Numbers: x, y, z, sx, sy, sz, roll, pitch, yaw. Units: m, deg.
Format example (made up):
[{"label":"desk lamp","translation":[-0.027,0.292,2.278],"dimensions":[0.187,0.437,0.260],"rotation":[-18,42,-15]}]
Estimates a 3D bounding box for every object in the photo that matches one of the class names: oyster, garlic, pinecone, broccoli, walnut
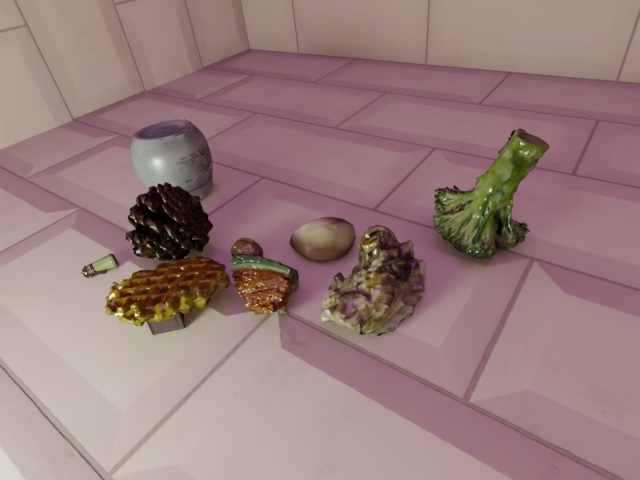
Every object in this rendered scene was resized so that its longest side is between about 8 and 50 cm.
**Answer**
[{"label":"oyster","translation":[0.128,0.104,1.038],"dimensions":[0.237,0.115,0.351],"rotation":[27,49,36]},{"label":"garlic","translation":[-0.001,-0.009,1.206],"dimensions":[0.206,0.115,0.128],"rotation":[-6,44,6]},{"label":"pinecone","translation":[-0.453,-0.048,1.248],"dimensions":[0.257,0.243,0.243],"rotation":[-33,18,42]},{"label":"broccoli","translation":[0.468,-0.106,1.074],"dimensions":[0.221,0.361,0.252],"rotation":[-22,78,-28]},{"label":"walnut","translation":[-0.218,0.034,1.217],"dimensions":[0.096,0.083,0.079],"rotation":[17,12,20]}]

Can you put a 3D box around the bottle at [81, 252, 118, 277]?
[{"label":"bottle","translation":[-0.672,0.080,1.260],"dimensions":[0.101,0.047,0.063],"rotation":[-28,15,-17]}]

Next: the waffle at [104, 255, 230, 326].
[{"label":"waffle","translation":[-0.389,0.118,1.077],"dimensions":[0.324,0.068,0.302],"rotation":[-25,25,-35]}]

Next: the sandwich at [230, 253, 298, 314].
[{"label":"sandwich","translation":[-0.154,0.122,1.084],"dimensions":[0.184,0.109,0.160],"rotation":[8,60,16]}]

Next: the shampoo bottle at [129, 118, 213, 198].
[{"label":"shampoo bottle","translation":[-0.532,-0.281,1.509],"dimensions":[0.272,0.267,0.273],"rotation":[-6,36,5]}]

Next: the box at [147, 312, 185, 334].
[{"label":"box","translation":[-0.392,0.194,1.060],"dimensions":[0.084,0.060,0.063],"rotation":[-12,30,-5]}]
